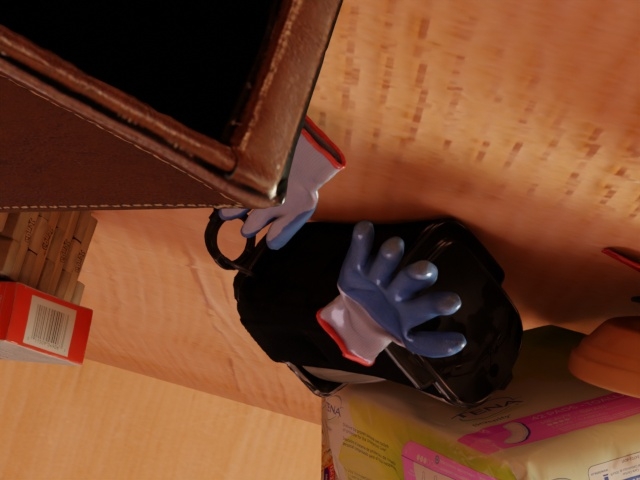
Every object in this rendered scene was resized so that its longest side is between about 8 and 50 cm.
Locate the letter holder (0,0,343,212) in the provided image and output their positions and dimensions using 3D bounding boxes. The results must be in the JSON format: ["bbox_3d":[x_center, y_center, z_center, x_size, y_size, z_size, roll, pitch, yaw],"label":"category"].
[{"bbox_3d":[-0.156,-0.116,0.447,0.214,0.152,0.302,26,165,-34],"label":"letter holder"}]

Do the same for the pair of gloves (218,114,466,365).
[{"bbox_3d":[0.000,0.000,0.886,0.198,0.023,0.159,47,154,-1],"label":"pair of gloves"}]

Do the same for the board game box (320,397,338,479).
[{"bbox_3d":[0.070,0.143,1.288,0.146,0.194,0.045,21,140,-29],"label":"board game box"}]

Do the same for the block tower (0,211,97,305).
[{"bbox_3d":[-0.287,-0.029,1.208,0.091,0.097,0.335,12,167,18],"label":"block tower"}]

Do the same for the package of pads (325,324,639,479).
[{"bbox_3d":[0.155,0.148,1.087,0.229,0.101,0.296,-12,-170,-22],"label":"package of pads"}]

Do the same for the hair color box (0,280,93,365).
[{"bbox_3d":[-0.286,0.068,1.275,0.167,0.053,0.093,-1,163,35],"label":"hair color box"}]

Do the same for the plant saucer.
[{"bbox_3d":[0.261,0.078,0.973,0.199,0.037,0.200,5,-175,0],"label":"plant saucer"}]

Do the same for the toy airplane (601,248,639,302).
[{"bbox_3d":[0.253,0.040,0.943,0.151,0.028,0.151,17,169,3],"label":"toy airplane"}]

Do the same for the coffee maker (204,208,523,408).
[{"bbox_3d":[0.025,0.042,1.037,0.171,0.120,0.178,23,166,-31],"label":"coffee maker"}]
